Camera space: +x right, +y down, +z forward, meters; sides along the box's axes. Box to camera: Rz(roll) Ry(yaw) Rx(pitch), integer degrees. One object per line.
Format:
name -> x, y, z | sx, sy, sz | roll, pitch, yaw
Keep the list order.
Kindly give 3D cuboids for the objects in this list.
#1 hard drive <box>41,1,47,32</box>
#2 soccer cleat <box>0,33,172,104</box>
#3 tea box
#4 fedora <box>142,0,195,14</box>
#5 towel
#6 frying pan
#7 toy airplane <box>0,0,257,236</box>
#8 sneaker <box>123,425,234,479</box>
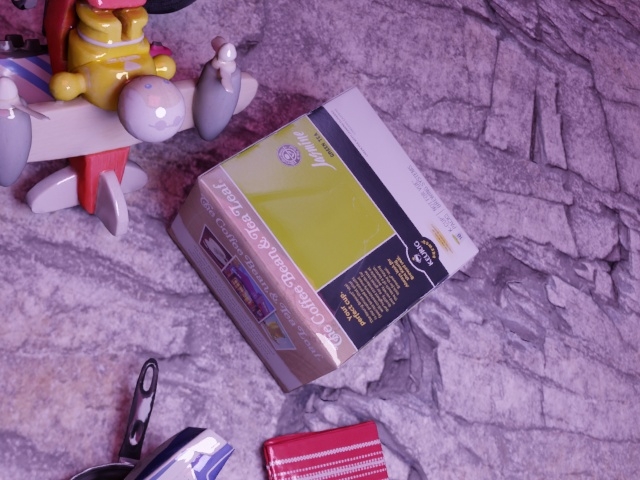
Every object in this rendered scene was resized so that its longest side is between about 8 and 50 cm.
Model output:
hard drive -> -0.398, -0.398, 1.268 | 0.094, 0.022, 0.135 | 6, 94, -21
soccer cleat -> -0.384, -0.248, 1.214 | 0.331, 0.116, 0.143 | -14, 118, -41
tea box -> 0.000, 0.000, 1.208 | 0.323, 0.220, 0.329 | -34, 86, -31
fedora -> -0.272, -0.550, 1.317 | 0.334, 0.334, 0.152 | 53, 27, 2
towel -> 0.026, 0.420, 1.169 | 0.199, 0.031, 0.275 | -5, 75, -27
frying pan -> -0.292, 0.337, 1.048 | 0.197, 0.053, 0.326 | -7, 74, -26
toy airplane -> -0.285, -0.175, 1.058 | 0.386, 0.272, 0.384 | -56, 140, -9
sneaker -> -0.206, 0.401, 0.984 | 0.182, 0.127, 0.315 | 46, 69, -9
